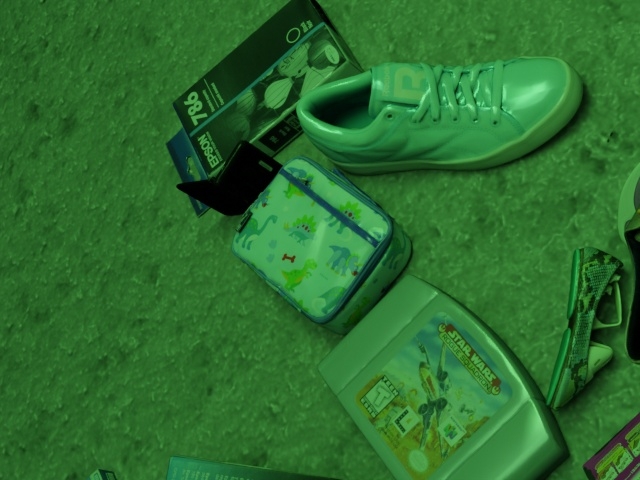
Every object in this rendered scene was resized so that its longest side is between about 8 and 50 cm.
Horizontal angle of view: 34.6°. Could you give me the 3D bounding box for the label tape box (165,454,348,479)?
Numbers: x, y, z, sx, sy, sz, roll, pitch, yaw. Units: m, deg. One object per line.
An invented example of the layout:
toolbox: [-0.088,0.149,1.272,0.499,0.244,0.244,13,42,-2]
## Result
label tape box: [-0.046,0.396,1.213,0.334,0.106,0.240,0,72,33]

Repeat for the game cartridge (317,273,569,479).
game cartridge: [0.141,0.185,1.207,0.198,0.062,0.297,-49,53,13]

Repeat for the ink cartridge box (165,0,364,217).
ink cartridge box: [-0.103,-0.198,1.506,0.333,0.065,0.165,-40,56,16]

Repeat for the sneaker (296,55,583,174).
sneaker: [0.133,-0.164,1.282,0.366,0.150,0.135,-12,67,29]

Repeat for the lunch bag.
lunch bag: [0.000,0.000,1.348,0.176,0.090,0.219,-51,54,3]

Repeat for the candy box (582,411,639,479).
candy box: [0.348,0.228,0.955,0.071,0.233,0.159,42,100,-8]

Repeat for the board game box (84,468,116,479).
board game box: [-0.308,0.437,1.413,0.136,0.035,0.201,-42,55,13]

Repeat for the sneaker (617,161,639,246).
sneaker: [0.432,-0.110,1.102,0.114,0.152,0.305,36,116,19]

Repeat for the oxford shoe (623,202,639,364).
oxford shoe: [0.369,-0.038,0.964,0.130,0.133,0.363,34,126,57]

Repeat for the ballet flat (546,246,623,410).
ballet flat: [0.297,0.100,1.134,0.070,0.070,0.188,8,80,35]

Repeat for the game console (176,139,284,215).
game console: [-0.119,-0.085,1.434,0.071,0.122,0.107,34,92,37]
